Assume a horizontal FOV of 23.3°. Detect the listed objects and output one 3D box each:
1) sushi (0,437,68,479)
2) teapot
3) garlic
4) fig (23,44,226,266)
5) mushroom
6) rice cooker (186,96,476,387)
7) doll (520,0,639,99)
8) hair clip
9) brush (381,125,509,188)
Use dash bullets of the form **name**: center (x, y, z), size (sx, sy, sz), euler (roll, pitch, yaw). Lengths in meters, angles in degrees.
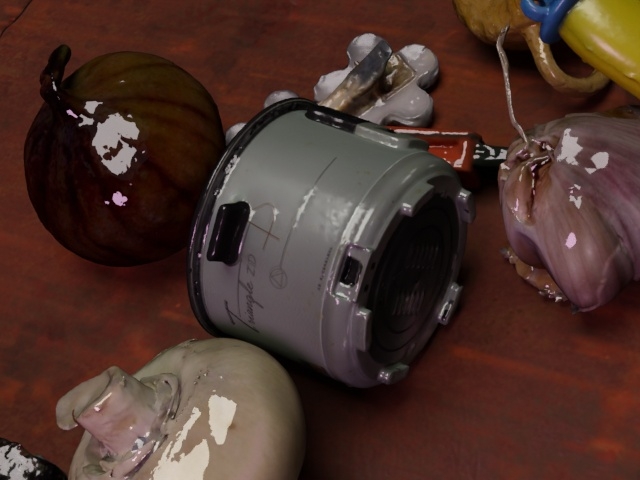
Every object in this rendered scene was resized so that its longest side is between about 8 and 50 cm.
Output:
- **sushi**: center (-0.339, 0.247, 1.480), size (0.225, 0.124, 0.127), euler (17, 62, 27)
- **teapot**: center (0.246, -0.290, 1.637), size (0.167, 0.203, 0.311), euler (-2, 65, -31)
- **garlic**: center (0.217, -0.059, 1.446), size (0.207, 0.207, 0.256), euler (-38, 78, -9)
- **fig**: center (-0.213, -0.086, 1.640), size (0.235, 0.214, 0.235), euler (-1, 88, 25)
- **mushroom**: center (-0.133, 0.186, 1.364), size (0.246, 0.202, 0.246), euler (-34, 34, 27)
- **rice cooker**: center (0.000, 0.000, 1.442), size (0.227, 0.280, 0.241), euler (21, 102, 28)
- **doll**: center (0.352, -0.167, 1.406), size (0.363, 0.145, 0.199), euler (16, 50, -9)
- **hair clip**: center (0.014, -0.133, 1.669), size (0.257, 0.075, 0.146), euler (-38, 63, 2)
- **brush**: center (0.060, -0.088, 1.583), size (0.323, 0.070, 0.051), euler (3, 77, 16)
